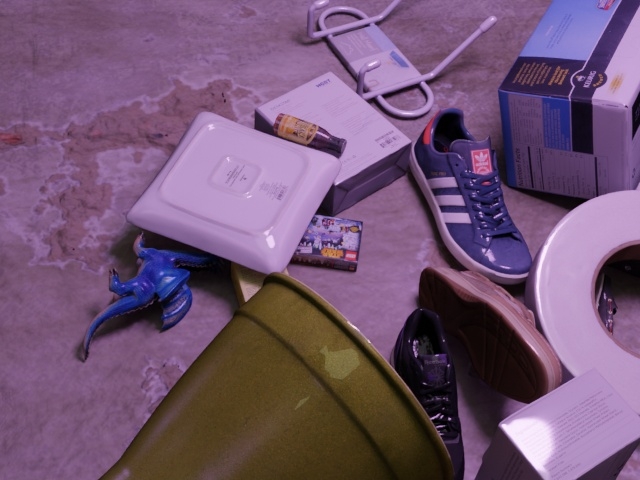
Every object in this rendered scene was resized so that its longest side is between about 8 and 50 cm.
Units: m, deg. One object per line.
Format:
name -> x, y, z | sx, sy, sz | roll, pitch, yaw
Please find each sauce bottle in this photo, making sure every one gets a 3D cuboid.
sauce bottle -> -0.017, -0.183, 1.770 | 0.128, 0.042, 0.042 | 19, 52, 12

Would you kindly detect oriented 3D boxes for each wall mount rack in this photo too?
wall mount rack -> 0.155, -0.411, 2.028 | 0.304, 0.130, 0.350 | -22, 56, -21

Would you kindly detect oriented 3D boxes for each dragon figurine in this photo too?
dragon figurine -> -0.253, 0.079, 1.622 | 0.144, 0.085, 0.289 | 22, 51, 13

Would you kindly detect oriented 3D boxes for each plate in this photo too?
plate -> -0.137, -0.094, 1.692 | 0.278, 0.045, 0.277 | 20, 53, 11

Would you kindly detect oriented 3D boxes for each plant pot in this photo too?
plant pot -> -0.084, 0.290, 1.324 | 0.353, 0.366, 0.366 | -38, 62, -17

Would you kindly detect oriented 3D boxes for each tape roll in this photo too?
tape roll -> 0.518, 0.104, 1.616 | 0.392, 0.072, 0.391 | 2, 65, -4

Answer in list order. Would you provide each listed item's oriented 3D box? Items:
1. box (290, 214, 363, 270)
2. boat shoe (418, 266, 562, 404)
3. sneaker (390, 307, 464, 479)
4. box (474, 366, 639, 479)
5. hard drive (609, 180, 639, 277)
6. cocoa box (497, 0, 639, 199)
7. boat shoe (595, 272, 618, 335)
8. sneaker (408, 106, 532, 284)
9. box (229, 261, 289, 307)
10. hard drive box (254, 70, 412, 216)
box -> 0.000, 0.000, 1.745 | 0.137, 0.027, 0.093 | 8, 52, 1
boat shoe -> 0.273, 0.126, 1.555 | 0.110, 0.121, 0.341 | -5, 28, -23
sneaker -> 0.153, 0.230, 1.507 | 0.107, 0.124, 0.283 | -3, 51, -6
box -> 0.330, 0.300, 1.428 | 0.182, 0.181, 0.119 | -25, 58, -23
hard drive -> 0.688, 0.001, 1.781 | 0.339, 0.064, 0.236 | 21, 53, 11
cocoa box -> 0.489, -0.268, 1.846 | 0.228, 0.231, 0.347 | 12, 48, 28
boat shoe -> 0.462, 0.112, 1.681 | 0.042, 0.049, 0.133 | 17, 53, 2
sneaker -> 0.264, -0.087, 1.748 | 0.131, 0.148, 0.350 | -9, 52, -29
box -> -0.078, 0.113, 1.626 | 0.087, 0.058, 0.232 | -11, 52, -14
hard drive box -> 0.020, -0.180, 1.853 | 0.181, 0.089, 0.232 | -30, 59, -25
